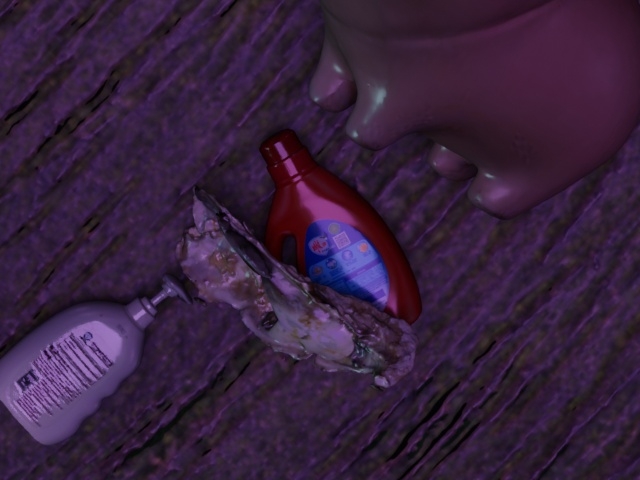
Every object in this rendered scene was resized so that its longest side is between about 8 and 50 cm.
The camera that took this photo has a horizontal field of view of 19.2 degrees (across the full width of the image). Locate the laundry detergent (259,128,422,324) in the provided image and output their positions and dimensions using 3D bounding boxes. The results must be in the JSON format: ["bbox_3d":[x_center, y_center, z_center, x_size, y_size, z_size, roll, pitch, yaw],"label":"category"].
[{"bbox_3d":[0.000,0.000,1.347,0.097,0.049,0.165,-27,99,13],"label":"laundry detergent"}]

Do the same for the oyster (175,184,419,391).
[{"bbox_3d":[-0.025,0.036,1.325,0.200,0.106,0.061,48,51,4],"label":"oyster"}]

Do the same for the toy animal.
[{"bbox_3d":[0.104,-0.170,1.208,0.326,0.237,0.269,29,96,-44],"label":"toy animal"}]

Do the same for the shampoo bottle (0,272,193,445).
[{"bbox_3d":[-0.160,0.075,1.354,0.152,0.045,0.077,-40,98,7],"label":"shampoo bottle"}]
